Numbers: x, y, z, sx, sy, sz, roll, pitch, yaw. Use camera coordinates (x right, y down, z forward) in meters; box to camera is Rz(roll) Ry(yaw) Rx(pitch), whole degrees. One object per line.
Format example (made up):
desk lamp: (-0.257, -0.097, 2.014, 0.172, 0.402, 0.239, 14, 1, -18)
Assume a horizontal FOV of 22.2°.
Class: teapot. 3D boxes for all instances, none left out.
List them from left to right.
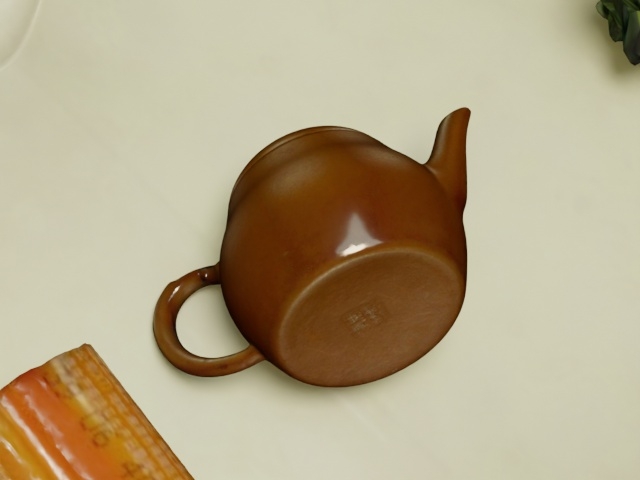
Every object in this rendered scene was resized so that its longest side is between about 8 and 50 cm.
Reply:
teapot: (0.000, 0.000, 0.723, 0.173, 0.116, 0.116, -31, 76, 6)

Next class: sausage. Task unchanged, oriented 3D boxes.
sausage: (-0.034, 0.189, 0.640, 0.093, 0.093, 0.312, -35, 80, -23)

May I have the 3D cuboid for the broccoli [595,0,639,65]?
broccoli: (0.167, -0.278, 0.816, 0.249, 0.302, 0.375, -19, 101, -40)
